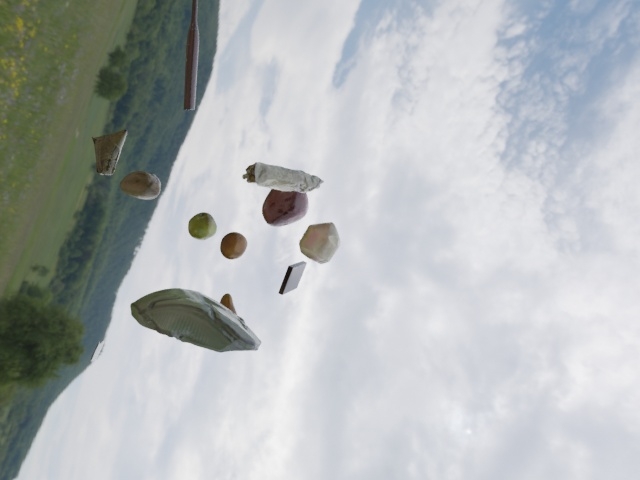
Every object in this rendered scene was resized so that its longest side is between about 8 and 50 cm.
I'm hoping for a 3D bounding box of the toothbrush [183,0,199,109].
[{"bbox_3d":[-0.395,-0.587,1.400,0.041,0.041,0.363,-137,-128,-57],"label":"toothbrush"}]

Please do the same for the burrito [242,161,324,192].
[{"bbox_3d":[-0.146,-0.246,1.836,0.117,0.392,0.076,-37,-115,33],"label":"burrito"}]

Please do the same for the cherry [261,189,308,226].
[{"bbox_3d":[-0.163,-0.187,2.236,0.286,0.236,0.212,-35,-110,-8],"label":"cherry"}]

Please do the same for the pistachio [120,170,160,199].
[{"bbox_3d":[-0.765,-0.235,1.929,0.108,0.186,0.126,-61,154,-58],"label":"pistachio"}]

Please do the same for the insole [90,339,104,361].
[{"bbox_3d":[-0.766,0.383,1.560,0.253,0.005,0.086,-29,-139,66],"label":"insole"}]

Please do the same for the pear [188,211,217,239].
[{"bbox_3d":[-0.368,-0.048,1.419,0.097,0.092,0.092,-50,-144,30],"label":"pear"}]

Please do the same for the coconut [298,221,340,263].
[{"bbox_3d":[0.000,0.000,1.926,0.182,0.171,0.171,-60,-149,-2],"label":"coconut"}]

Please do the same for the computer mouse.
[{"bbox_3d":[-0.389,0.247,1.474,0.145,0.429,0.228,-69,-164,-4],"label":"computer mouse"}]

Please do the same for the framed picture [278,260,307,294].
[{"bbox_3d":[-0.116,0.157,1.926,0.023,0.168,0.127,25,-78,15],"label":"framed picture"}]

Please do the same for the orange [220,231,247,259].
[{"bbox_3d":[-0.245,0.016,1.281,0.085,0.085,0.084,-34,-134,45],"label":"orange"}]

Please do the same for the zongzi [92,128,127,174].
[{"bbox_3d":[-0.802,-0.337,1.761,0.176,0.078,0.160,-3,-84,27],"label":"zongzi"}]

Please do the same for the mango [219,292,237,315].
[{"bbox_3d":[-0.439,0.343,2.138,0.102,0.085,0.183,-28,-107,50],"label":"mango"}]
